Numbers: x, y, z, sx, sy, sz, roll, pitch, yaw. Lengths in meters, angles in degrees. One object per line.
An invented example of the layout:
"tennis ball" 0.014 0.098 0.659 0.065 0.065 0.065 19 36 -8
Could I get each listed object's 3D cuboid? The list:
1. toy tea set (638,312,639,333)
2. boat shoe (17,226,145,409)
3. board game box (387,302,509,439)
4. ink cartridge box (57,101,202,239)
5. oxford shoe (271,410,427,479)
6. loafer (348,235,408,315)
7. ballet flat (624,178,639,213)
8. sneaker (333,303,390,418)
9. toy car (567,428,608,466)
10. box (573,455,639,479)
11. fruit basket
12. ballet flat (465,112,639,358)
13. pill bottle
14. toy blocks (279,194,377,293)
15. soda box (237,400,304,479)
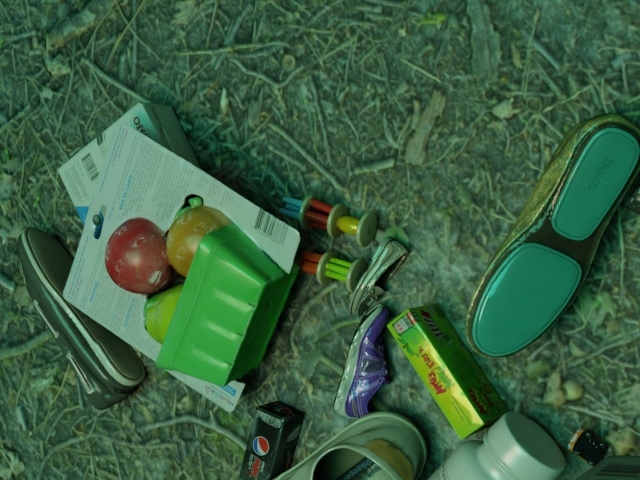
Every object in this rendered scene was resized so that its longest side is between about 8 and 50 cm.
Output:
"toy tea set" 0.503 0.002 1.329 0.200 0.124 0.336 21 107 58
"boat shoe" -0.419 0.130 1.849 0.095 0.112 0.335 -43 75 19
"board game box" 0.173 0.174 1.515 0.043 0.092 0.181 -41 72 26
"ink cartridge box" -0.300 -0.104 1.786 0.203 0.086 0.148 -33 76 26
"oxford shoe" -0.031 0.412 1.583 0.169 0.130 0.449 45 108 -1
"loafer" 0.082 0.056 1.593 0.039 0.045 0.125 32 103 23
"ballet flat" 0.413 -0.116 1.384 0.049 0.057 0.173 8 98 7
"sneaker" 0.071 0.173 1.602 0.071 0.068 0.170 15 98 3
"toy car" 0.327 0.300 1.452 0.040 0.060 0.122 26 99 60
"box" 0.405 0.333 1.331 0.182 0.181 0.119 -3 90 30
"fruit basket" -0.212 0.038 1.682 0.353 0.165 0.327 33 116 25
"ballet flat" 0.295 -0.008 1.430 0.123 0.123 0.348 36 108 25
"pill bottle" 0.209 0.339 1.475 0.131 0.131 0.229 46 113 21
"toy blocks" 0.000 0.000 1.633 0.148 0.054 0.123 17 100 29
"soda box" -0.080 0.330 1.685 0.053 0.060 0.169 21 103 29
